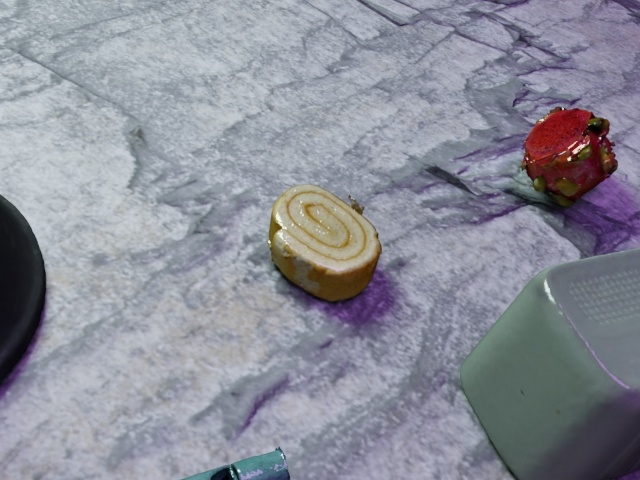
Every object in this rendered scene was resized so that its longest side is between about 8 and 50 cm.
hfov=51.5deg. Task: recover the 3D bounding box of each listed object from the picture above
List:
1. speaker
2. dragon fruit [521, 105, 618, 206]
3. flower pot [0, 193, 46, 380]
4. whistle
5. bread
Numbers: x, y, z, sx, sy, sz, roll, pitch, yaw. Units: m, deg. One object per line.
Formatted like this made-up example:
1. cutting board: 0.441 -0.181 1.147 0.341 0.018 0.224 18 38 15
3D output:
1. speaker: 0.372 0.114 0.713 0.405 0.184 0.183 -9 50 -23
2. dragon fruit: 0.377 -0.127 0.989 0.207 0.133 0.150 2 80 -53
3. flower pot: -0.442 -0.027 0.573 0.378 0.251 0.380 8 44 -7
4. whistle: -0.117 0.223 0.571 0.186 0.039 0.039 -10 51 -24
5. bread: 0.000 0.000 0.792 0.149 0.073 0.122 36 50 18
